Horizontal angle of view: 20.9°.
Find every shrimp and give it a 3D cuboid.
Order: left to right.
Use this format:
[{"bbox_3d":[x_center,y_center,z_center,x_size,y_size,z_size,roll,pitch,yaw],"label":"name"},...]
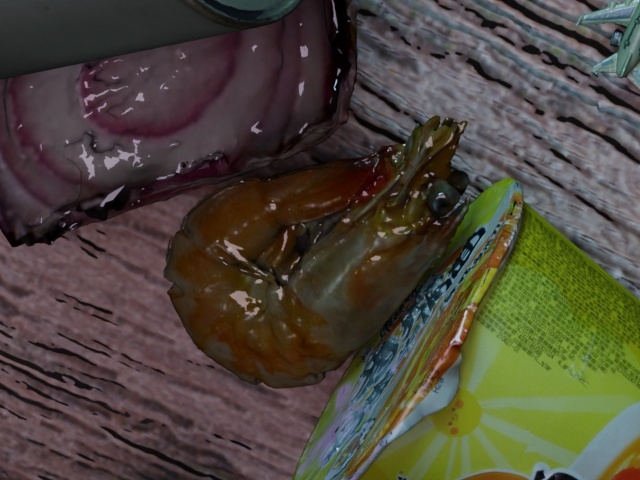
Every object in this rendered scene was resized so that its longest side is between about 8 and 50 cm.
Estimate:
[{"bbox_3d":[0.000,0.000,1.162,0.154,0.062,0.294,42,125,-9],"label":"shrimp"}]

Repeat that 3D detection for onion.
[{"bbox_3d":[-0.097,-0.155,1.153,0.314,0.146,0.280,-18,79,32],"label":"onion"}]

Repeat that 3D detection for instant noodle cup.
[{"bbox_3d":[0.128,0.121,1.114,0.200,0.264,0.264,34,106,-7],"label":"instant noodle cup"}]

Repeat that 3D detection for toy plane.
[{"bbox_3d":[0.212,-0.141,1.141,0.080,0.033,0.083,24,99,7],"label":"toy plane"}]

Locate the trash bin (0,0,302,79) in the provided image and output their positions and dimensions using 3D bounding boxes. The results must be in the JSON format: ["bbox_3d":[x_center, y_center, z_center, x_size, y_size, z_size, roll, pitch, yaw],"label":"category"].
[{"bbox_3d":[-0.233,-0.216,1.008,0.432,0.280,0.280,-4,101,30],"label":"trash bin"}]
